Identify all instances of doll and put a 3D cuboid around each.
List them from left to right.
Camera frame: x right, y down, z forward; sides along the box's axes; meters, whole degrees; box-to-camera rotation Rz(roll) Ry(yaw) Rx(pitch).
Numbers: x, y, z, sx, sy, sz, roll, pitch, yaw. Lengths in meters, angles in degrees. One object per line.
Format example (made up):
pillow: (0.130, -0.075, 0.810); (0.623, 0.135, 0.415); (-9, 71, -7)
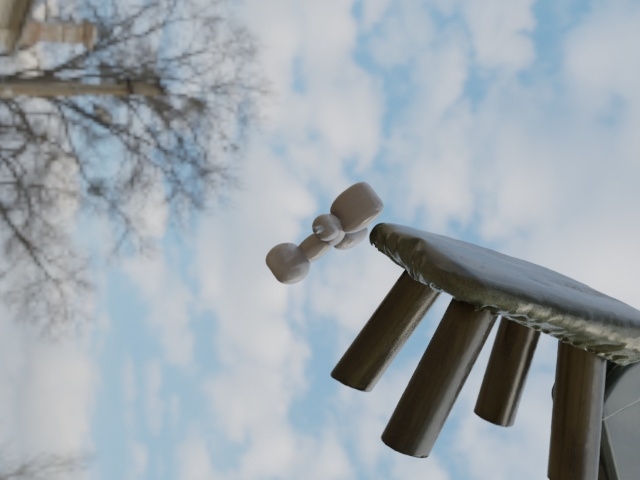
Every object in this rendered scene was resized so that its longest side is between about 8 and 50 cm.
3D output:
doll: (0.000, 0.000, 1.419); (0.059, 0.160, 0.161); (54, -22, 10)

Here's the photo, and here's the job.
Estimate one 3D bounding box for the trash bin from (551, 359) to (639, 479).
trash bin: (0.407, 0.244, 1.393); (0.101, 0.177, 0.236); (12, -60, 64)

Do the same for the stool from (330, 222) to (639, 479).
stool: (0.198, 0.131, 1.257); (0.310, 0.310, 0.226); (-144, -110, -71)
